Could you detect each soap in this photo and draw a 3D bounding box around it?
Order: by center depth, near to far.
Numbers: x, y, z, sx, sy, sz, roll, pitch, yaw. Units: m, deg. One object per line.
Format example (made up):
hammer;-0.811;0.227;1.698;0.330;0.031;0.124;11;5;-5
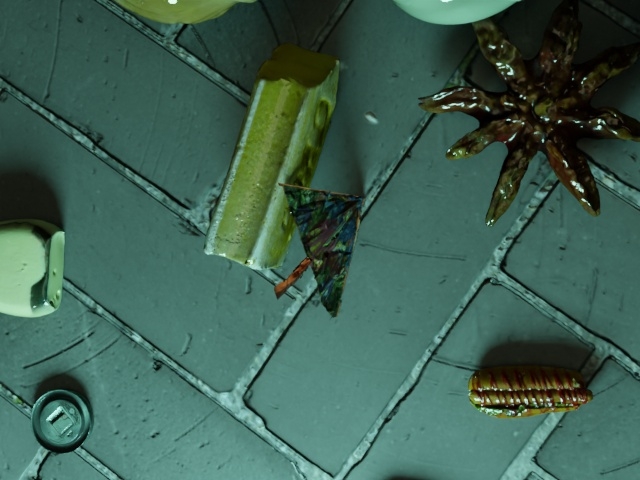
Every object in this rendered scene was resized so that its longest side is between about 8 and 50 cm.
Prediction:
soap;-0.050;-0.099;1.038;0.080;0.160;0.258;19;93;7

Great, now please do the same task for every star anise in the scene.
star anise;0.247;-0.150;1.027;0.288;0.088;0.288;0;90;12

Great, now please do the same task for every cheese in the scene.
cheese;-0.458;0.030;1.160;0.251;0.054;0.127;4;90;10

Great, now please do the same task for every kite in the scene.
kite;0.000;0.000;1.042;0.009;0.232;0.189;15;48;34

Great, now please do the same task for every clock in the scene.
clock;-0.336;0.235;1.154;0.085;0.017;0.085;0;89;10

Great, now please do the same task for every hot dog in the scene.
hot dog;0.247;0.179;1.046;0.144;0.038;0.062;-1;89;9

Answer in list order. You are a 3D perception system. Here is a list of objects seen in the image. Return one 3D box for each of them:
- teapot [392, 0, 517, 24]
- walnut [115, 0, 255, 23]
teapot;0.202;-0.332;0.962;0.318;0.149;0.220;10;62;25
walnut;-0.167;-0.408;1.004;0.332;0.333;0.333;0;89;10
